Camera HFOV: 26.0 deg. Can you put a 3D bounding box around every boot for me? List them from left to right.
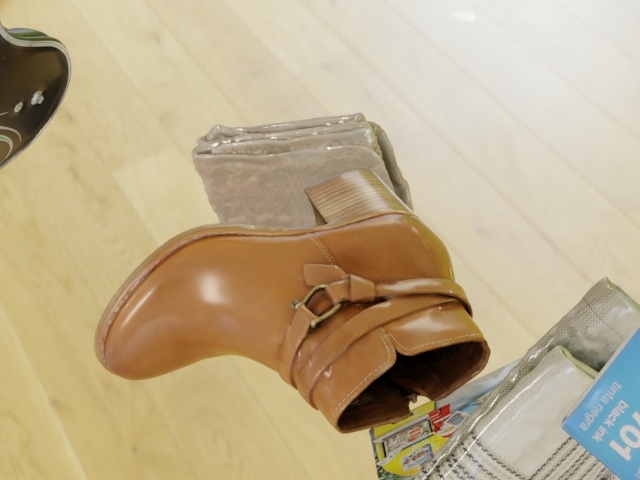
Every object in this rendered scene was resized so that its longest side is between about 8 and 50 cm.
[{"bbox_3d":[-0.024,0.079,1.061,0.283,0.109,0.220,-24,44,-6],"label":"boot"}]

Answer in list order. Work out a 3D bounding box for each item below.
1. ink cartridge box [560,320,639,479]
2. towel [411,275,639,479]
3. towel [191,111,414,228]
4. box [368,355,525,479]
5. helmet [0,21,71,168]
[{"bbox_3d":[0.211,0.094,0.554,0.190,0.082,0.139,43,26,19],"label":"ink cartridge box"},{"bbox_3d":[0.173,0.220,0.856,0.324,0.312,0.056,-49,22,9],"label":"towel"},{"bbox_3d":[0.000,0.000,1.334,0.187,0.282,0.049,-3,40,17],"label":"towel"},{"bbox_3d":[0.161,0.173,1.221,0.233,0.044,0.159,-26,22,7],"label":"box"},{"bbox_3d":[-0.225,-0.110,0.712,0.169,0.161,0.169,-7,70,20],"label":"helmet"}]
